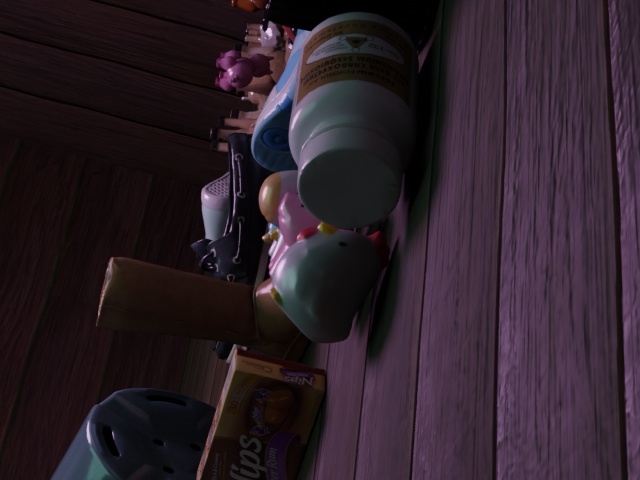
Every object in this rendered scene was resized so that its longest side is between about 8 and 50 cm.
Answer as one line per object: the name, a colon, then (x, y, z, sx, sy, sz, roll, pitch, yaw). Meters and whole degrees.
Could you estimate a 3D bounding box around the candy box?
candy box: (-0.071, 0.224, 1.831, 0.053, 0.109, 0.186, -91, 18, -64)

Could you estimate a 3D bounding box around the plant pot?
plant pot: (-0.231, 0.389, 1.989, 0.341, 0.341, 0.334, -90, 23, -62)

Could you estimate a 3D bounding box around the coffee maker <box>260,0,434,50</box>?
coffee maker: (0.033, -0.267, 1.723, 0.171, 0.178, 0.120, -105, 26, -78)

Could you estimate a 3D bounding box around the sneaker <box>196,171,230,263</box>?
sneaker: (-0.108, -0.037, 2.458, 0.256, 0.094, 0.151, -30, -49, -54)

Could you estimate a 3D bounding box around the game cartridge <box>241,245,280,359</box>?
game cartridge: (-0.076, 0.103, 2.346, 0.294, 0.060, 0.196, 122, 157, -67)

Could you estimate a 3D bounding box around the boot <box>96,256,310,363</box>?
boot: (-0.134, 0.064, 1.982, 0.236, 0.270, 0.089, 112, 168, -48)

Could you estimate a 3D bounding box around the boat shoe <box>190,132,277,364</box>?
boat shoe: (-0.126, 0.003, 2.263, 0.127, 0.113, 0.340, 161, 123, -81)

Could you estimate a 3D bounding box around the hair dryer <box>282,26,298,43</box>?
hair dryer: (-0.038, -0.295, 2.310, 0.224, 0.080, 0.293, 6, -121, -64)

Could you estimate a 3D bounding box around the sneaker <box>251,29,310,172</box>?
sneaker: (0.005, -0.245, 2.140, 0.319, 0.127, 0.208, 127, 156, -47)

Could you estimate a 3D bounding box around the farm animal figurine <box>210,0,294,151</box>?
farm animal figurine: (-0.065, -0.257, 2.583, 0.327, 0.172, 0.330, 81, -165, -75)

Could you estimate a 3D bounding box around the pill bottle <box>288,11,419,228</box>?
pill bottle: (0.034, -0.123, 1.622, 0.229, 0.131, 0.131, -84, 11, -50)

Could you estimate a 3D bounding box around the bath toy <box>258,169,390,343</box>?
bath toy: (0.000, 0.000, 1.712, 0.129, 0.151, 0.348, -39, 13, 5)
